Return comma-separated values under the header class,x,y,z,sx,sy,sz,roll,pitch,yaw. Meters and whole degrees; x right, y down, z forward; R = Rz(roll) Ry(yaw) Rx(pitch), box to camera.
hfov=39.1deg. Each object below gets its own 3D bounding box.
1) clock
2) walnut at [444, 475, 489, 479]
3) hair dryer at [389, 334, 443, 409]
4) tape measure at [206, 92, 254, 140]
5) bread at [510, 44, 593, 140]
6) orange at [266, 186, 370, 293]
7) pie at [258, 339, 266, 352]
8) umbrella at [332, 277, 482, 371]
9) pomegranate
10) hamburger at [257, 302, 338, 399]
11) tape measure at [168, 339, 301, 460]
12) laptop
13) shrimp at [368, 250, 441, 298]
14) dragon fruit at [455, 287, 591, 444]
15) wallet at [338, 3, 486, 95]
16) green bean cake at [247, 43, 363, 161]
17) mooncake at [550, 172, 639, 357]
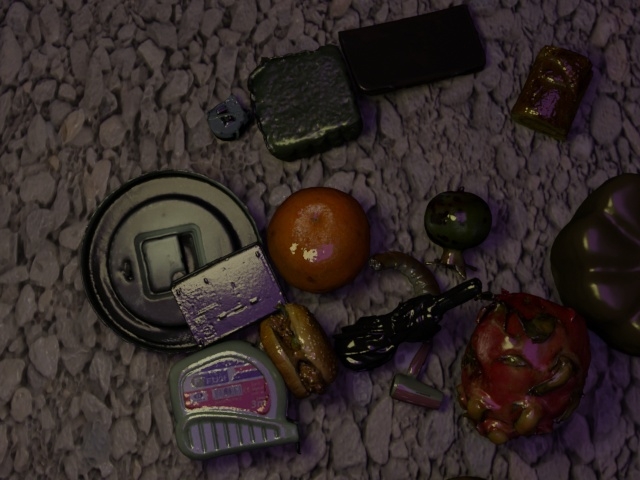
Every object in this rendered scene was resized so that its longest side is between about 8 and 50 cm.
class,x,y,z,sx,sy,sz,roll,pitch,yaw
clock,-0.304,0.044,1.878,0.386,0.076,0.386,0,88,1
walnut,0.286,0.626,1.624,0.398,0.308,0.354,46,51,12
hair dryer,0.208,0.260,1.840,0.106,0.054,0.154,14,75,3
tape measure,-0.200,-0.265,1.980,0.094,0.054,0.091,-44,72,-8
bread,0.495,-0.316,1.912,0.132,0.103,0.172,24,83,12
orange,0.000,0.000,1.849,0.224,0.170,0.224,-2,68,6
pie,-0.094,0.233,1.881,0.084,0.020,0.084,-1,80,4
umbrella,0.171,0.160,1.778,0.340,0.118,0.118,-33,76,26
pomegranate,0.280,-0.023,1.859,0.148,0.148,0.169,10,116,7
hamburger,-0.036,0.221,1.774,0.118,0.182,0.191,-31,43,8
tape measure,-0.173,0.326,1.815,0.243,0.125,0.246,-10,81,-1
laptop,-0.185,0.110,1.822,0.207,0.026,0.154,-25,89,0
shrimp,0.174,0.086,1.831,0.166,0.049,0.161,18,45,-31
dragon fruit,0.382,0.253,1.725,0.250,0.269,0.291,25,77,19
wallet,0.203,-0.413,1.960,0.309,0.042,0.165,-15,78,-13
green bean cake,-0.037,-0.297,1.941,0.227,0.125,0.222,-16,79,3
mooncake,0.658,0.042,1.773,0.378,0.201,0.378,-1,78,5
